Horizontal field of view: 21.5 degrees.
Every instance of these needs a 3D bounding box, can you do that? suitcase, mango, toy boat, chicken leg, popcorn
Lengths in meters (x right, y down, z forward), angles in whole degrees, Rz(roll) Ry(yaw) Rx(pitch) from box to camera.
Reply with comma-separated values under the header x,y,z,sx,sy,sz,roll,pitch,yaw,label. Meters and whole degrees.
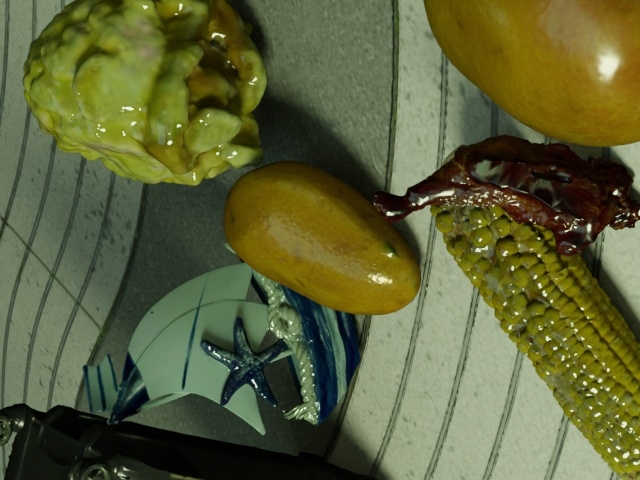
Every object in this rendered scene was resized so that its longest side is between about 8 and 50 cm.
x,y,z,sx,sy,sz,roll,pitch,yaw,label
-0.132,0.299,1.750,0.283,0.434,0.194,14,89,53,suitcase
0.000,0.000,1.632,0.227,0.109,0.147,24,140,32,mango
0.172,-0.178,1.210,0.317,0.173,0.211,22,135,65,mango
-0.084,0.122,1.701,0.210,0.291,0.070,45,153,1,toy boat
0.153,-0.041,1.349,0.048,0.219,0.089,51,-130,-76,chicken leg
-0.167,-0.164,1.697,0.259,0.259,0.212,-7,69,58,popcorn

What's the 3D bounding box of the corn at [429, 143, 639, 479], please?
x,y,z,sx,sy,sz,roll,pitch,yaw,label
0.196,0.058,1.399,0.320,0.097,0.097,57,148,13,corn
